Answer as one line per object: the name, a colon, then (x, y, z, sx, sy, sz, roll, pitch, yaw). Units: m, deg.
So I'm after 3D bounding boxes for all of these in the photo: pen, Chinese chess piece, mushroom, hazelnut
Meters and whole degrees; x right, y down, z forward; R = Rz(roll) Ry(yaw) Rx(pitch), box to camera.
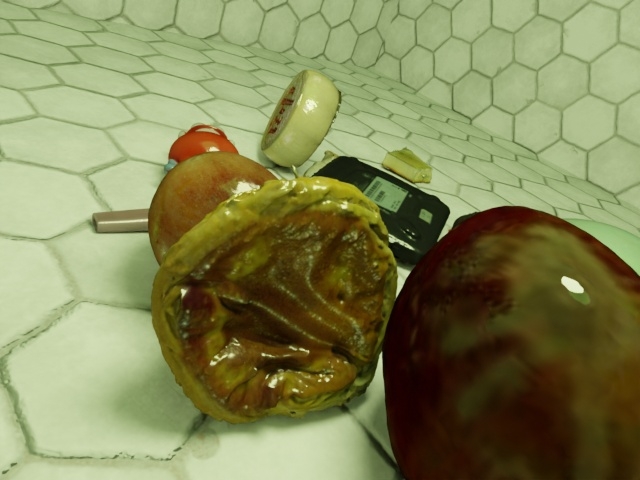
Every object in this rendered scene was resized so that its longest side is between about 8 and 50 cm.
pen: (-0.317, -0.040, 0.916, 0.197, 0.032, 0.053, -6, 37, -36)
Chinese chess piece: (-0.058, -0.329, 1.338, 0.112, 0.270, 0.270, 27, 25, -22)
mushroom: (0.003, -0.204, 1.393, 0.059, 0.054, 0.202, 23, 34, 14)
hazelnut: (0.239, 0.165, 0.557, 0.353, 0.421, 0.421, -16, 24, 16)

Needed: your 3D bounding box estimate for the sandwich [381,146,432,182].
sandwich: (0.317, -0.254, 1.679, 0.162, 0.058, 0.193, 32, 29, 17)

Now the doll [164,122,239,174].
doll: (-0.259, -0.178, 1.094, 0.161, 0.130, 0.290, 11, 35, -18)

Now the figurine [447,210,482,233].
figurine: (0.349, 0.001, 1.176, 0.138, 0.110, 0.245, -3, 14, 29)

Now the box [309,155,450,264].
box: (0.144, -0.089, 1.242, 0.350, 0.091, 0.359, 26, 31, 10)

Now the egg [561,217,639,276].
egg: (0.530, 0.110, 0.951, 0.389, 0.276, 0.276, 36, 32, 29)

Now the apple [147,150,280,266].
apple: (-0.147, -0.019, 0.783, 0.253, 0.253, 0.253, 16, 29, -9)

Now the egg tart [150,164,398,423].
egg tart: (-0.048, 0.067, 0.645, 0.351, 0.339, 0.153, -10, 23, -31)

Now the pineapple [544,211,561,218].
pineapple: (0.673, 0.057, 1.323, 0.161, 0.158, 0.334, -43, 55, -16)
